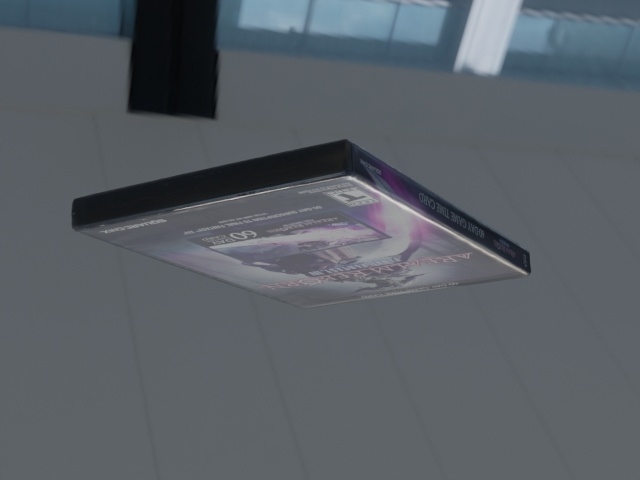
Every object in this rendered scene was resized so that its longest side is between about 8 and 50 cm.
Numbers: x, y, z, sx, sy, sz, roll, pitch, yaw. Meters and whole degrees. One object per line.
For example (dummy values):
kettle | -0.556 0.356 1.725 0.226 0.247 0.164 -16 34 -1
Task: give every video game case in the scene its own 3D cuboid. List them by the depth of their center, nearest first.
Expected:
video game case | 0.000 0.000 0.790 0.196 0.026 0.274 -10 161 29
